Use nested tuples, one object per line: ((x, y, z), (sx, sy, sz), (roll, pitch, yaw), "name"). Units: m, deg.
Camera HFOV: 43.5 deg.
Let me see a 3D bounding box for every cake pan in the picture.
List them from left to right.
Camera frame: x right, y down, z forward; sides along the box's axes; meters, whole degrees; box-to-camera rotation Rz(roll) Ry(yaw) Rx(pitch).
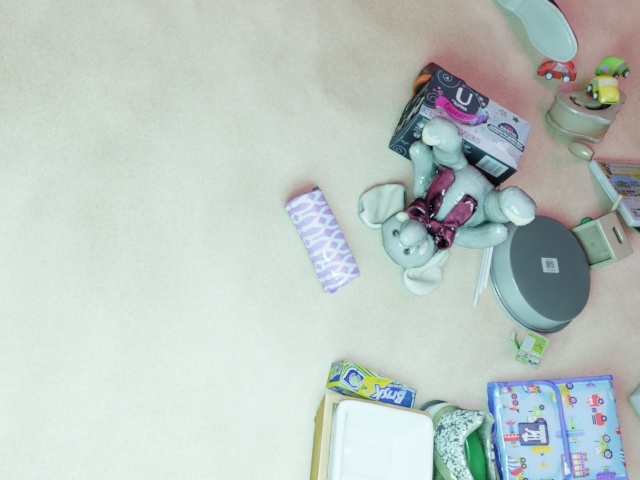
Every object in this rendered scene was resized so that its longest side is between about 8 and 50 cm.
((0.512, 0.068, 1.847), (0.293, 0.054, 0.293), (10, 69, -28), "cake pan")

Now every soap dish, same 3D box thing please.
((0.084, 0.439, 1.444), (0.229, 0.118, 0.290), (16, 67, -25), "soap dish")

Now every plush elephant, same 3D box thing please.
((0.223, -0.046, 1.619), (0.255, 0.330, 0.272), (-42, 83, -9), "plush elephant")

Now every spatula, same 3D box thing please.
((0.360, 0.012, 1.732), (0.019, 0.168, 0.242), (14, 69, 6), "spatula")

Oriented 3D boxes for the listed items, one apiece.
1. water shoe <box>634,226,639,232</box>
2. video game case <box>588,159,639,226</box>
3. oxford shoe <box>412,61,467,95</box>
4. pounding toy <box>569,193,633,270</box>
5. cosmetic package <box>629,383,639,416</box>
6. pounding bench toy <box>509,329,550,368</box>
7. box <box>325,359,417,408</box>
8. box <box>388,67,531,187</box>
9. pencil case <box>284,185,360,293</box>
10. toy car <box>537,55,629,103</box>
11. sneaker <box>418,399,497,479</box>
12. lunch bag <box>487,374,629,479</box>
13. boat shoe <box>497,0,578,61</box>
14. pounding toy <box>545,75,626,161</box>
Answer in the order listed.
((0.899, -0.019, 2.090), (0.203, 0.073, 0.080), (44, 55, -11), "water shoe")
((0.824, -0.122, 2.068), (0.227, 0.026, 0.206), (-1, 53, -30), "video game case")
((0.341, -0.314, 1.856), (0.271, 0.097, 0.098), (37, 54, -15), "oxford shoe")
((0.677, -0.017, 1.927), (0.100, 0.130, 0.141), (-21, 85, -33), "pounding toy")
((1.023, 0.370, 1.879), (0.394, 0.329, 0.327), (-35, 94, -34), "cosmetic package")
((0.450, 0.234, 1.759), (0.083, 0.065, 0.052), (24, 59, 14), "pounding bench toy")
((0.099, 0.285, 1.537), (0.169, 0.059, 0.054), (25, 65, -20), "box")
((0.304, -0.231, 1.745), (0.247, 0.163, 0.142), (28, 61, -9), "box")
((0.000, 0.000, 1.558), (0.086, 0.088, 0.206), (-21, 84, -40), "pencil case")
((0.706, -0.431, 2.038), (0.225, 0.053, 0.239), (-23, 43, -31), "toy car")
((0.278, 0.498, 1.497), (0.158, 0.182, 0.410), (2, 73, -30), "sneaker")
((0.472, 0.406, 1.692), (0.293, 0.138, 0.220), (0, 75, -17), "lunch bag")
((0.557, -0.583, 2.035), (0.091, 0.114, 0.302), (-28, 79, -42), "boat shoe")
((0.656, -0.301, 2.047), (0.154, 0.154, 0.269), (30, 47, 14), "pounding toy")
